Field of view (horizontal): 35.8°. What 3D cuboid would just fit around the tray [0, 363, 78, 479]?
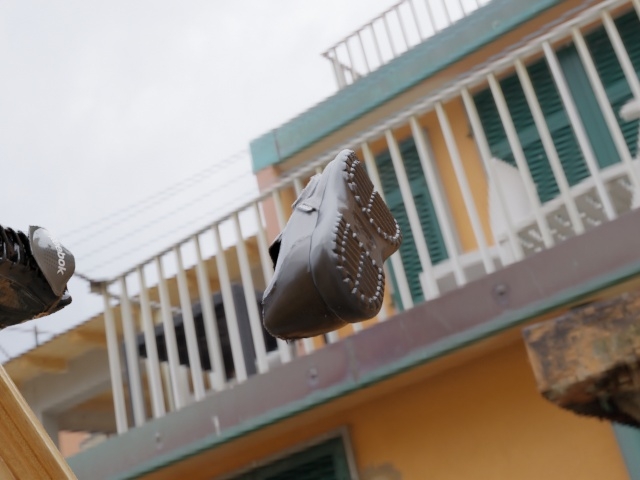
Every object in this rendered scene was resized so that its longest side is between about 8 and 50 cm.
[{"bbox_3d":[-0.359,0.220,0.983,0.076,0.411,0.203,-42,-14,14],"label":"tray"}]

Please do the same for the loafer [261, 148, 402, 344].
[{"bbox_3d":[0.000,0.000,0.671,0.078,0.080,0.220,-28,11,17],"label":"loafer"}]

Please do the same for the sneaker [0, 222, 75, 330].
[{"bbox_3d":[-0.254,0.013,0.789,0.106,0.078,0.234,-11,-21,-6],"label":"sneaker"}]
